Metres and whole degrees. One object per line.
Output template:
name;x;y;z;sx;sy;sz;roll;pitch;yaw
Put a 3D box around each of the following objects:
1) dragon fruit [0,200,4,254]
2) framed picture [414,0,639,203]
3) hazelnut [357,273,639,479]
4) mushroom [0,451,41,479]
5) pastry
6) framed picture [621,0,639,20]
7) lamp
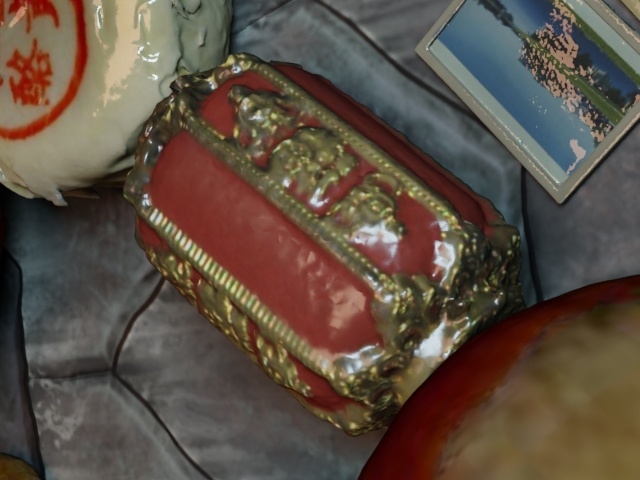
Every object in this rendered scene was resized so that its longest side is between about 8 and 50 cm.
dragon fruit;-0.391;-0.011;0.977;0.342;0.277;0.278;-33;73;52
framed picture;0.138;-0.112;0.763;0.149;0.011;0.109;50;118;22
hazelnut;0.199;0.207;0.558;0.359;0.359;0.409;-48;70;27
mushroom;-0.269;0.242;1.034;0.088;0.073;0.130;-24;81;-1
pastry;-0.177;-0.157;0.912;0.264;0.133;0.265;2;93;31
framed picture;0.213;-0.201;0.706;0.136;0.010;0.201;-48;66;28
lamp;0.000;0.000;0.777;0.274;0.177;0.177;39;113;25
